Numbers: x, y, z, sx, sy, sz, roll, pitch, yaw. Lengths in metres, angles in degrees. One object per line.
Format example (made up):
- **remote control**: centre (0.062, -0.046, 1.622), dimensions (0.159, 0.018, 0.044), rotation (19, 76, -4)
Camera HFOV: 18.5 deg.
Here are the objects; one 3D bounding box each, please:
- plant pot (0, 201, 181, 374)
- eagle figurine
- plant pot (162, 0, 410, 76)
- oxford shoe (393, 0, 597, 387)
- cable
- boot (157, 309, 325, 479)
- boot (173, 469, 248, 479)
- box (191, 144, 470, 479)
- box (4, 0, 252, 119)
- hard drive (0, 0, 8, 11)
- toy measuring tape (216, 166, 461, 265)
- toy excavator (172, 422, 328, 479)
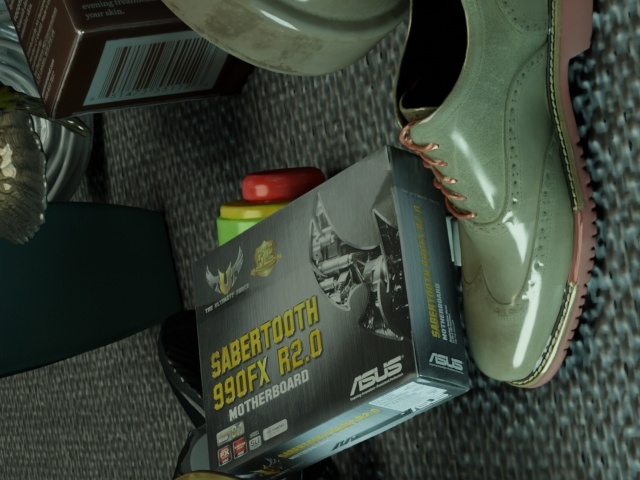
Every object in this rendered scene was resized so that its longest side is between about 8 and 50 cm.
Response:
- **plant pot**: centre (-0.272, 0.048, 1.980), dimensions (0.165, 0.234, 0.166), rotation (-21, 79, 63)
- **eagle figurine**: centre (-0.340, -0.119, 1.772), dimensions (0.298, 0.226, 0.225), rotation (-89, -7, -71)
- **plant pot**: centre (0.011, -0.277, 1.331), dimensions (0.229, 0.263, 0.263), rotation (-35, 67, 44)
- **oxford shoe**: centre (0.101, -0.062, 1.314), dimensions (0.123, 0.130, 0.348), rotation (20, 117, 57)
- **cable**: centre (-0.367, -0.125, 2.087), dimensions (0.089, 0.257, 0.257), rotation (-157, 61, -65)
- **boot**: centre (-0.093, 0.214, 1.836), dimensions (0.246, 0.094, 0.207), rotation (50, 137, 36)
- **boot**: centre (0.004, 0.220, 1.442), dimensions (0.109, 0.283, 0.220), rotation (-60, 12, 15)
- **box**: centre (0.001, 0.060, 1.447), dimensions (0.231, 0.056, 0.183), rotation (-29, 57, 40)
- **box**: centre (-0.205, -0.305, 1.777), dimensions (0.381, 0.191, 0.143), rotation (68, 151, 24)
- **hard drive**: centre (-0.306, -0.382, 1.937), dimensions (0.040, 0.203, 0.308), rotation (-25, 77, 64)
- **toy measuring tape**: centre (0.000, 0.000, 1.559), dimensions (0.330, 0.121, 0.121), rotation (7, 105, 63)
- **toy excavator**: centre (0.034, 0.400, 1.542), dimensions (0.433, 0.445, 0.222), rotation (-66, -7, -48)
